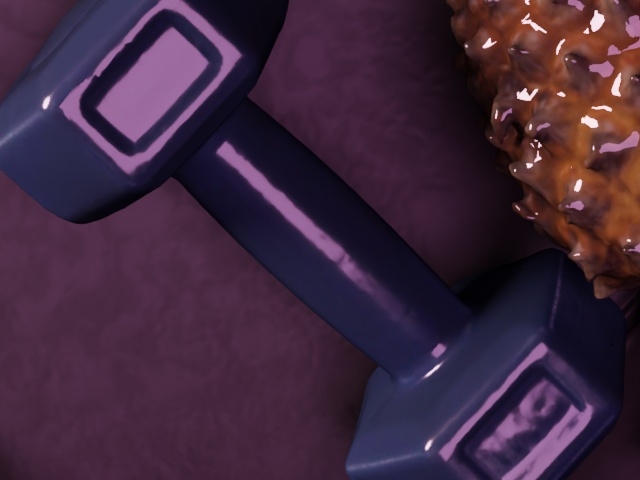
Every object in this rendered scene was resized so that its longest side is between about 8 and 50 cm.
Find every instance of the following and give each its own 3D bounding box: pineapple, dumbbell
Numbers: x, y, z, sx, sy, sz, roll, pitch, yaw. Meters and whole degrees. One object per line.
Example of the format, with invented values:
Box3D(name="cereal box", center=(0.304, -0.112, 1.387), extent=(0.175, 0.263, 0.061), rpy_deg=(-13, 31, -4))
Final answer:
Box3D(name="pineapple", center=(0.117, -0.156, 0.763), extent=(0.175, 0.175, 0.361), rpy_deg=(-22, 83, -6))
Box3D(name="dumbbell", center=(0.000, 0.000, 0.776), extent=(0.325, 0.160, 0.144), rpy_deg=(42, 59, -14))
